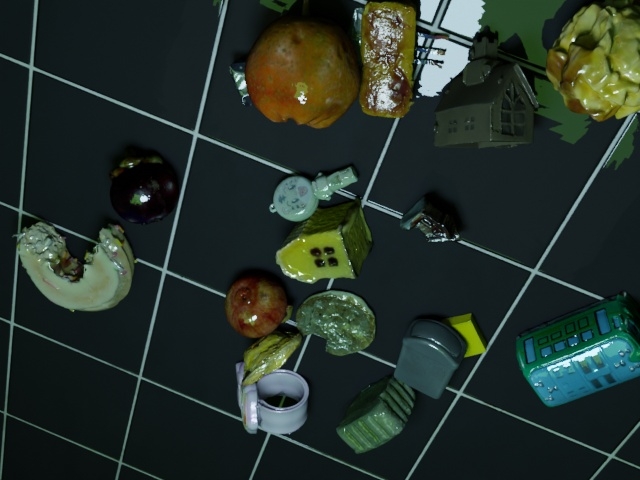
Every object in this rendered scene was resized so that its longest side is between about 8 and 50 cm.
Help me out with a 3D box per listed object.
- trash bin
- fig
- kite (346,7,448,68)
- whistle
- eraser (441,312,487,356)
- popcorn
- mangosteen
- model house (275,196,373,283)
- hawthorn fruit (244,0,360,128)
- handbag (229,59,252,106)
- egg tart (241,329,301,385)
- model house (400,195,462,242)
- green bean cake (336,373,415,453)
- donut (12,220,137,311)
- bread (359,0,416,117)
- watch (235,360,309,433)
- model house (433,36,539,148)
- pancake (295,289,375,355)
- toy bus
[{"bbox_3d":[0.316,0.339,2.038,0.177,0.101,0.236,25,137,13],"label":"trash bin"},{"bbox_3d":[-0.183,0.199,2.089,0.205,0.205,0.205,7,122,12],"label":"fig"},{"bbox_3d":[0.179,-0.469,1.674,0.245,0.015,0.141,14,124,12],"label":"kite"},{"bbox_3d":[-0.021,-0.132,1.891,0.258,0.067,0.126,-23,69,15],"label":"whistle"},{"bbox_3d":[0.416,0.277,2.035,0.097,0.045,0.122,-19,113,27],"label":"eraser"},{"bbox_3d":[0.610,-0.399,1.465,0.225,0.265,0.332,20,85,-17],"label":"popcorn"},{"bbox_3d":[-0.501,-0.159,1.968,0.194,0.194,0.230,-17,88,24],"label":"mangosteen"},{"bbox_3d":[0.000,0.000,1.904,0.234,0.193,0.174,-3,120,21],"label":"model house"},{"bbox_3d":[-0.037,-0.416,1.631,0.277,0.277,0.298,9,100,11],"label":"hawthorn fruit"},{"bbox_3d":[-0.151,-0.412,1.773,0.139,0.072,0.115,-15,110,12],"label":"handbag"},{"bbox_3d":[-0.161,0.347,2.141,0.241,0.241,0.106,-40,86,31],"label":"egg tart"},{"bbox_3d":[0.300,-0.034,1.832,0.152,0.165,0.106,32,107,-6],"label":"model house"},{"bbox_3d":[0.177,0.521,2.144,0.125,0.227,0.222,45,122,-7],"label":"green bean cake"},{"bbox_3d":[-0.740,0.078,2.184,0.371,0.150,0.307,0,121,16],"label":"donut"},{"bbox_3d":[0.162,-0.425,1.652,0.139,0.077,0.271,8,119,12],"label":"bread"},{"bbox_3d":[-0.153,0.513,2.269,0.218,0.248,0.211,-4,121,-12],"label":"watch"},{"bbox_3d":[0.397,-0.338,1.611,0.204,0.211,0.243,-2,93,-29],"label":"model house"},{"bbox_3d":[0.051,0.248,2.128,0.254,0.037,0.253,7,122,11],"label":"pancake"},{"bbox_3d":[0.706,0.303,1.879,0.343,0.199,0.183,-31,107,27],"label":"toy bus"}]
